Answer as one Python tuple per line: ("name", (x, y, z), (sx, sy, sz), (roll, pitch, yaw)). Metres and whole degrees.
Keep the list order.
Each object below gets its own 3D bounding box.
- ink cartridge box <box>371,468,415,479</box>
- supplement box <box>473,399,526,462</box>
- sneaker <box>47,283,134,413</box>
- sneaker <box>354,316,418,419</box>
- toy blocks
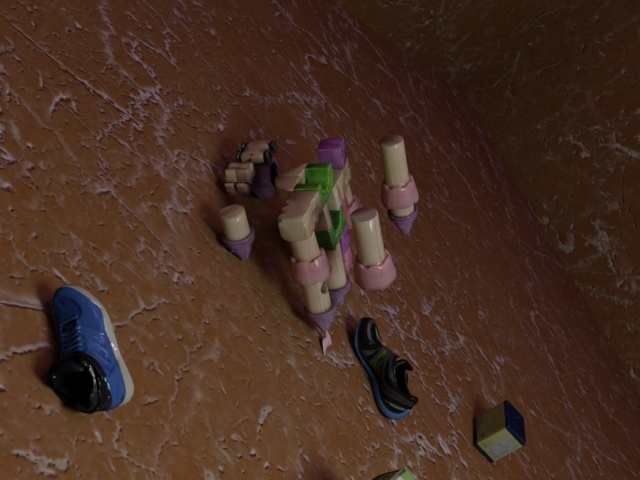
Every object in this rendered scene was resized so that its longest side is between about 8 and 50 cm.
("ink cartridge box", (0.053, 0.436, 1.045), (0.255, 0.097, 0.189), (-31, 84, -31))
("supplement box", (0.348, 0.372, 1.648), (0.056, 0.083, 0.083), (47, 25, -14))
("sneaker", (-0.266, 0.118, 0.922), (0.152, 0.058, 0.084), (64, 17, 8))
("sneaker", (0.117, 0.213, 1.454), (0.067, 0.078, 0.188), (21, 39, -50))
("toy blocks", (0.000, 0.000, 1.427), (0.289, 0.308, 0.260), (-67, 151, -50))
